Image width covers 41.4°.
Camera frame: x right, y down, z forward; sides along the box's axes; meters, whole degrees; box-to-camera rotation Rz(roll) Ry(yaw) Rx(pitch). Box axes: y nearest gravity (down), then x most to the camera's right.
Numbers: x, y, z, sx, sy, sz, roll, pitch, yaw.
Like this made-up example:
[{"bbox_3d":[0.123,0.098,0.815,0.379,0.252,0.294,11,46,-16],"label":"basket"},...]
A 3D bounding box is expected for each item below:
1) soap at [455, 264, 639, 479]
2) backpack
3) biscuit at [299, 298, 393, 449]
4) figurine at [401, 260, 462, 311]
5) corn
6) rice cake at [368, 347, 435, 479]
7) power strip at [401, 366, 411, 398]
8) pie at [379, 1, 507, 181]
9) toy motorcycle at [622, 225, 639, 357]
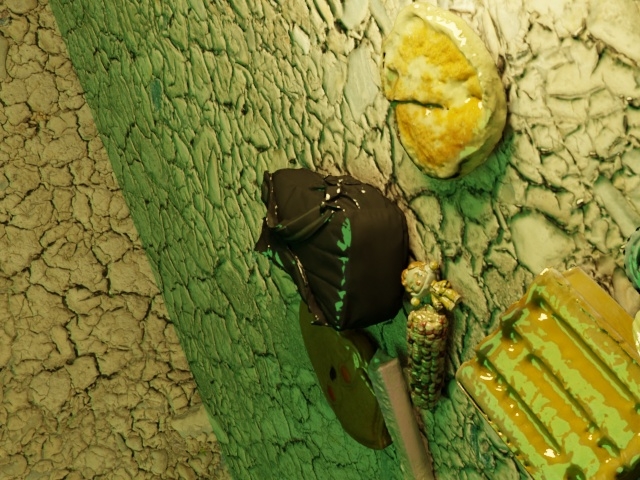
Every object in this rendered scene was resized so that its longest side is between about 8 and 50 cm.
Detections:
[{"bbox_3d":[0.426,0.252,1.412,0.335,0.156,0.294,50,126,31],"label":"soap"},{"bbox_3d":[0.000,0.000,1.979,0.445,0.254,0.364,32,128,52],"label":"backpack"},{"bbox_3d":[0.063,0.345,2.251,0.456,0.078,0.350,62,158,17],"label":"biscuit"},{"bbox_3d":[0.238,0.095,1.814,0.143,0.068,0.102,6,91,37],"label":"figurine"},{"bbox_3d":[0.240,0.262,1.893,0.092,0.092,0.281,38,142,45],"label":"corn"},{"bbox_3d":[0.201,0.453,2.060,0.064,0.070,0.399,-1,112,51],"label":"rice cake"},{"bbox_3d":[0.203,0.364,2.080,0.051,0.019,0.136,49,145,30],"label":"power strip"},{"bbox_3d":[0.220,-0.278,1.600,0.339,0.077,0.339,34,132,49],"label":"pie"},{"bbox_3d":[0.576,0.139,1.143,0.410,0.168,0.237,37,139,45],"label":"toy motorcycle"}]
